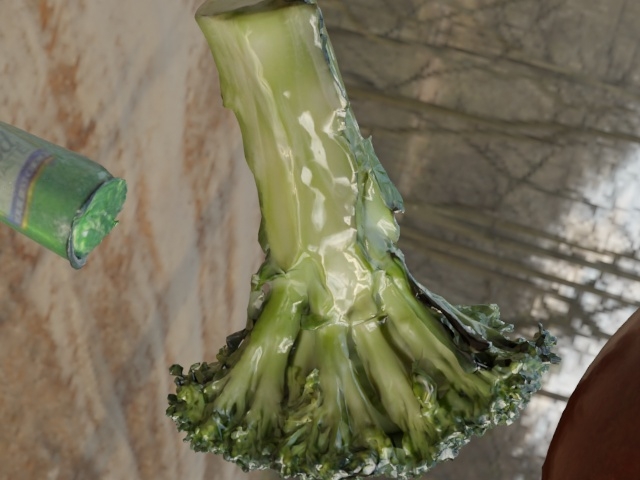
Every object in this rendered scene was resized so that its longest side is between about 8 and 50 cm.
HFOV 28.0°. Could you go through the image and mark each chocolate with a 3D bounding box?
[{"bbox_3d":[-0.353,-0.083,1.349,0.110,0.291,0.110,-59,168,-20],"label":"chocolate"}]

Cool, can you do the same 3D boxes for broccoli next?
[{"bbox_3d":[-0.016,0.003,0.912,0.252,0.361,0.221,-29,-176,39],"label":"broccoli"}]

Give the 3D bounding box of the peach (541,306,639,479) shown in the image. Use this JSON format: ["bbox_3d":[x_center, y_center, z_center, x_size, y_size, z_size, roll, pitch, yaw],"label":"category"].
[{"bbox_3d":[0.222,0.119,0.522,0.252,0.252,0.252,16,90,-85],"label":"peach"}]
